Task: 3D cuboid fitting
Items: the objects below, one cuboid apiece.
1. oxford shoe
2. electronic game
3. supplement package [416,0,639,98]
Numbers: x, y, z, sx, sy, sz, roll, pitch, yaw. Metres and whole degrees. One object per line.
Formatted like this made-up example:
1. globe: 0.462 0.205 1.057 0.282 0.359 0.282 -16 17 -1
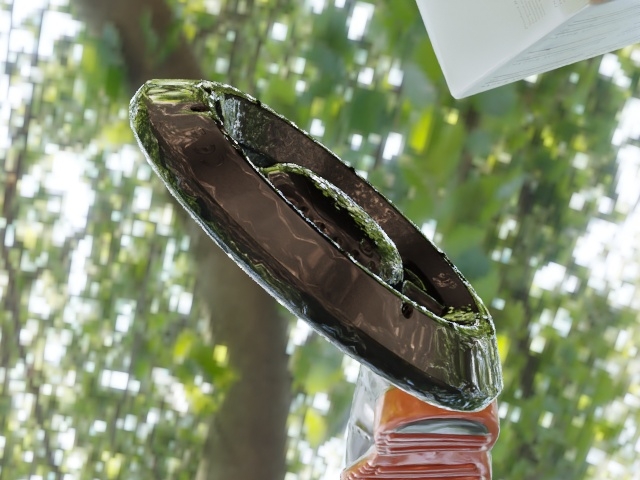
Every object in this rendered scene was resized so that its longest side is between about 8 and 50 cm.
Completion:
1. oxford shoe: 0.064 0.104 1.174 0.097 0.271 0.098 0 -111 -8
2. electronic game: 0.000 0.000 0.895 0.229 0.048 0.229 39 -167 -11
3. supplement package: 0.141 -0.212 1.045 0.149 0.203 0.194 -18 -94 -18
